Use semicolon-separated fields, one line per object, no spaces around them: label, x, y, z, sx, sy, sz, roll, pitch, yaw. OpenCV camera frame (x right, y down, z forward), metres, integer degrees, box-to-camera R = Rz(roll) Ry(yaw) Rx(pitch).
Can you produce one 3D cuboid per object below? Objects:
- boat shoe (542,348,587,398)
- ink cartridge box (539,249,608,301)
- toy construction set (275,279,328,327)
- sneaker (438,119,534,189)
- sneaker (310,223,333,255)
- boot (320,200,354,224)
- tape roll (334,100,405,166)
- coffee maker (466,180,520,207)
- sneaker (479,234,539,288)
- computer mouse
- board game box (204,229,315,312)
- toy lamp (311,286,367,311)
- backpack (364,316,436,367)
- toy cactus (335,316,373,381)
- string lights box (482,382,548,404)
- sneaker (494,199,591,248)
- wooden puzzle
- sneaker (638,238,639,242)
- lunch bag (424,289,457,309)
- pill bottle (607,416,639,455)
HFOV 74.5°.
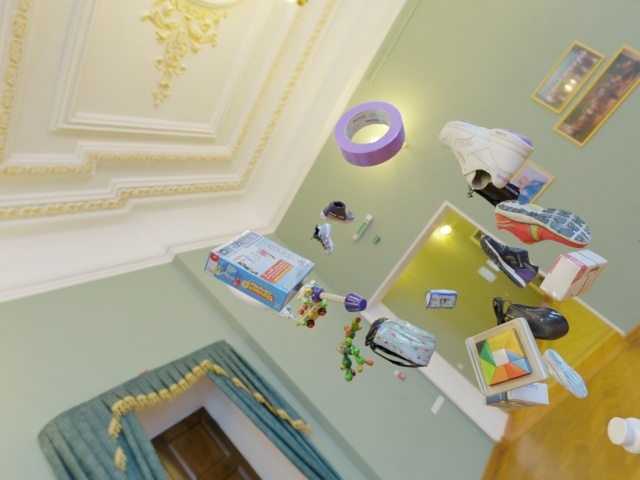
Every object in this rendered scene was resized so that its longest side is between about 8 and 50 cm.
boat shoe;1.042;0.578;1.804;0.083;0.226;0.075;-6;-44;-15
ink cartridge box;0.949;0.129;1.575;0.218;0.092;0.158;-7;-55;-36
toy construction set;-0.089;0.349;2.213;0.215;0.151;0.328;27;-50;-32
sneaker;0.387;-0.221;1.082;0.114;0.305;0.152;21;-78;-25
sneaker;0.000;0.000;1.252;0.069;0.098;0.038;-6;-3;-33
boot;0.095;-0.121;1.804;0.190;0.069;0.086;1;-36;-43
tape roll;0.198;-0.431;1.694;0.275;0.275;0.090;-44;-35;-9
coffee maker;0.697;-0.199;1.706;0.171;0.178;0.120;-56;9;1
sneaker;0.794;0.061;1.770;0.124;0.283;0.107;-44;7;3
computer mouse;0.760;0.309;1.550;0.072;0.188;0.272;-19;9;-36
board game box;-0.210;0.098;1.535;0.086;0.302;0.308;-66;-9;21
toy lamp;0.073;0.237;1.680;0.080;0.275;0.080;-1;-89;-39
backpack;0.238;0.292;1.217;0.152;0.182;0.115;8;-78;-61
toy cactus;0.109;0.382;1.498;0.112;0.218;0.180;1;-10;-17
string lights box;0.748;0.600;1.635;0.259;0.134;0.076;100;180;-63
sneaker;0.655;-0.034;1.254;0.107;0.279;0.118;-29;-52;-26
wooden puzzle;0.647;0.413;1.490;0.044;0.220;0.239;23;-44;-39
sneaker;0.895;0.013;1.096;0.107;0.110;0.275;-37;-40;-12
lunch bag;0.581;0.280;2.030;0.151;0.129;0.096;87;-175;-63
pill bottle;0.810;0.494;1.046;0.086;0.152;0.086;16;-90;-88
